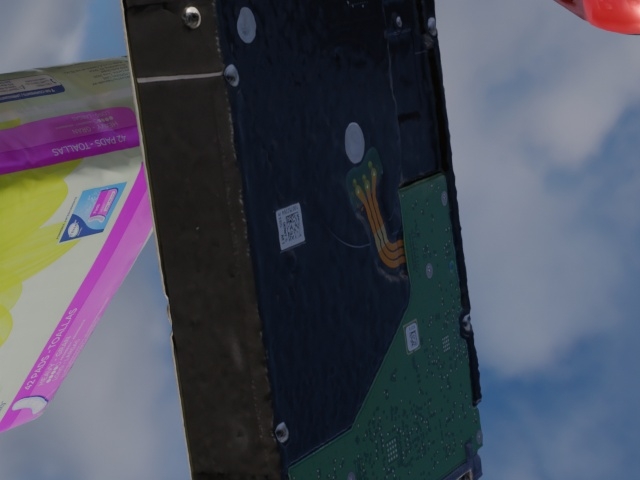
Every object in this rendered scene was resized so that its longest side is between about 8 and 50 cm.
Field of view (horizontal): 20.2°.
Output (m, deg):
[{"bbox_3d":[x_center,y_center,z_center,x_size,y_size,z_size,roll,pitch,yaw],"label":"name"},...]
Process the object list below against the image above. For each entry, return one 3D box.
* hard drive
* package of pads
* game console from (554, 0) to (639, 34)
[{"bbox_3d":[0.000,0.000,0.965,0.064,0.237,0.339,-3,-79,30],"label":"hard drive"},{"bbox_3d":[-0.232,0.027,1.124,0.101,0.229,0.296,49,-52,21],"label":"package of pads"},{"bbox_3d":[0.210,-0.316,1.163,0.342,0.060,0.386,-41,-134,-6],"label":"game console"}]
